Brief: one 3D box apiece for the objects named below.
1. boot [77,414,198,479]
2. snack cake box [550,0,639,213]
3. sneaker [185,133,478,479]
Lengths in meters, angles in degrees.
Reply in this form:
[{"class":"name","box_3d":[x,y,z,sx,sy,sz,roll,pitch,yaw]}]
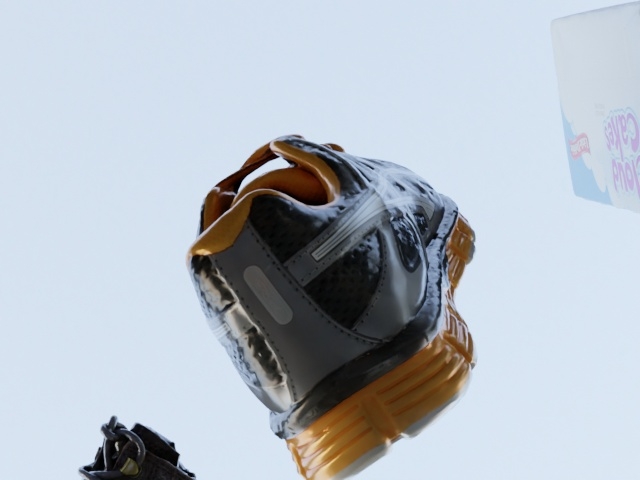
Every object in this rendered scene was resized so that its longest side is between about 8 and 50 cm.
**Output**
[{"class":"boot","box_3d":[-0.141,0.186,0.720,0.263,0.091,0.229,31,-96,-32]},{"class":"snack cake box","box_3d":[0.246,-0.077,0.655,0.264,0.152,0.089,-10,-82,-3]},{"class":"sneaker","box_3d":[0.000,0.000,0.512,0.084,0.215,0.083,-38,-77,6]}]
